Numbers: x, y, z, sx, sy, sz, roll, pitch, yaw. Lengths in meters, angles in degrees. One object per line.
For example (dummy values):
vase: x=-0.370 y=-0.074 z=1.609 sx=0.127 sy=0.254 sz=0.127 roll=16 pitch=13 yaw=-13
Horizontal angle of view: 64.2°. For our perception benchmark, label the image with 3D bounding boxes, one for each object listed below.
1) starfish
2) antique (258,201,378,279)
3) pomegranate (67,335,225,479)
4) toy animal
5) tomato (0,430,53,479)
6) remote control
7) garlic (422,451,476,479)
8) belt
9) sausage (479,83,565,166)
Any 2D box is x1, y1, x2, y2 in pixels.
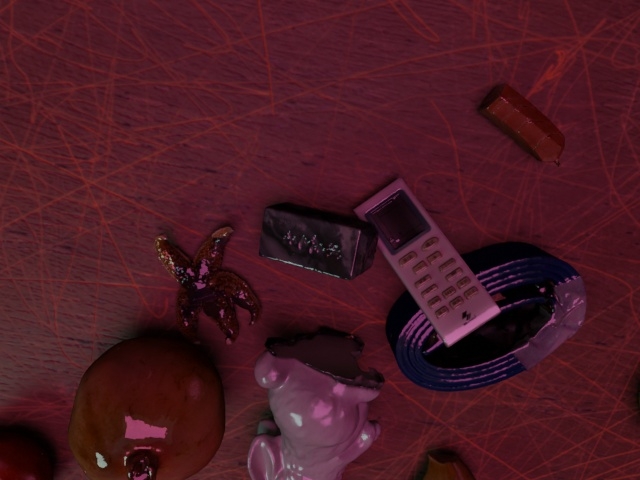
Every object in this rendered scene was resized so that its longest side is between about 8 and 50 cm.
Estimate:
starfish: x=-0.201 y=0.072 z=0.902 sx=0.238 sy=0.071 sz=0.216 roll=42 pitch=93 yaw=-23
antique: x=0.000 y=0.000 z=0.847 sx=0.182 sy=0.086 sz=0.088 roll=14 pitch=104 yaw=19
pomegranate: x=-0.281 y=0.295 z=0.843 sx=0.251 sy=0.270 sz=0.229 roll=14 pitch=111 yaw=-10
toy animal: x=-0.025 y=0.348 z=0.921 sx=0.257 sy=0.194 sz=0.358 roll=16 pitch=105 yaw=-7
tomato: x=-0.577 y=0.417 z=0.950 sx=0.189 sy=0.099 sz=0.173 roll=-23 pitch=128 yaw=42
remote control: x=0.171 y=0.031 z=0.848 sx=0.102 sy=0.055 sz=0.277 roll=-35 pitch=71 yaw=5
garlic: x=0.229 y=0.554 z=1.037 sx=0.164 sy=0.145 sz=0.245 roll=41 pitch=102 yaw=20
belt: x=0.292 y=0.140 z=0.923 sx=0.346 sy=0.117 sz=0.213 roll=-26 pitch=102 yaw=3
sausage: x=0.353 y=-0.193 z=0.868 sx=0.169 sy=0.065 sz=0.065 roll=35 pitch=100 yaw=-13
